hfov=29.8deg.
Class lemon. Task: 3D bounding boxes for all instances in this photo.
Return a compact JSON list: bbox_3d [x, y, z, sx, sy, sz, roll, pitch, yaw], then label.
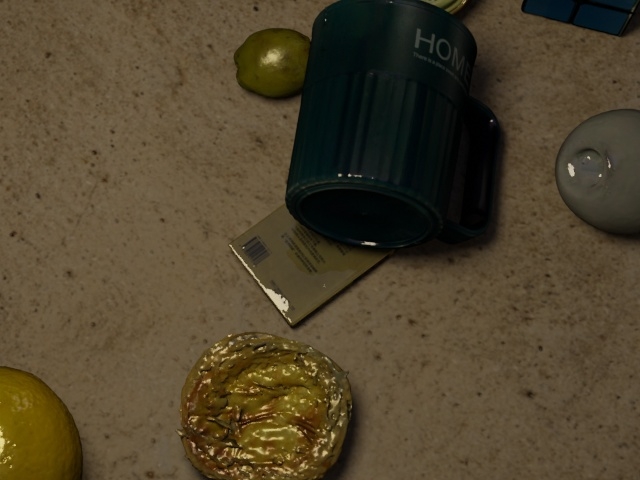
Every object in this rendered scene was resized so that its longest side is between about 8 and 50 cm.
[{"bbox_3d":[-0.444,0.270,1.598,0.241,0.240,0.219,-19,66,-5],"label":"lemon"}]

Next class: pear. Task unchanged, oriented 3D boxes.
[{"bbox_3d":[-0.067,-0.271,1.823,0.131,0.107,0.107,-16,74,-2],"label":"pear"}]

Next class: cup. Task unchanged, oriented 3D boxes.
[{"bbox_3d":[0.096,-0.146,1.721,0.242,0.308,0.292,-2,63,27],"label":"cup"}]

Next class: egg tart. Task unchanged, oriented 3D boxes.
[{"bbox_3d":[-0.075,0.238,1.681,0.252,0.098,0.231,-17,81,-1],"label":"egg tart"}]

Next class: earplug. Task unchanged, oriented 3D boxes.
[{"bbox_3d":[0.497,-0.115,1.734,0.326,0.175,0.214,-12,76,-4],"label":"earplug"}]

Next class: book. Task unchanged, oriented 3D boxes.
[{"bbox_3d":[0.000,0.000,1.781,0.231,0.026,0.161,-36,77,-10],"label":"book"}]

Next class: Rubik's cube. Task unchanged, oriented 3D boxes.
[{"bbox_3d":[0.416,-0.441,1.827,0.167,0.183,0.180,15,73,3],"label":"Rubik's cube"}]

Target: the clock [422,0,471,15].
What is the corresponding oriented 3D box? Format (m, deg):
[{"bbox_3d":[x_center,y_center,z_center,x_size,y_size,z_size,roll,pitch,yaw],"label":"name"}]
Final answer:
[{"bbox_3d":[0.134,-0.423,1.867,0.235,0.096,0.307,2,74,0],"label":"clock"}]
